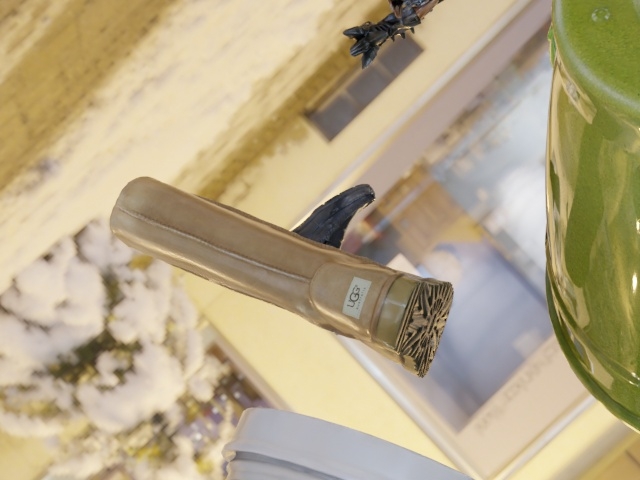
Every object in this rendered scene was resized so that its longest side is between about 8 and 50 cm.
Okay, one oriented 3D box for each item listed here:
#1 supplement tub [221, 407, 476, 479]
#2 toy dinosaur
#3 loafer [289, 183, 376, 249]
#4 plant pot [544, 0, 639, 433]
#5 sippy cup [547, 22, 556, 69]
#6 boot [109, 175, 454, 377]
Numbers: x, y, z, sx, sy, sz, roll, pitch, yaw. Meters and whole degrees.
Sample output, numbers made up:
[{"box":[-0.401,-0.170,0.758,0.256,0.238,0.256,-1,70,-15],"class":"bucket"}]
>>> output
[{"box":[-0.018,0.299,0.761,0.241,0.241,0.331,125,-12,-72],"class":"supplement tub"},{"box":[0.121,-0.330,1.479,0.218,0.164,0.322,-26,159,21],"class":"toy dinosaur"},{"box":[0.000,0.000,1.749,0.223,0.078,0.076,-38,172,-17],"class":"loafer"},{"box":[0.316,-0.072,0.865,0.366,0.366,0.353,-43,143,-9],"class":"plant pot"},{"box":[0.378,-0.274,1.282,0.240,0.305,0.224,-38,150,-28],"class":"sippy cup"},{"box":[-0.024,0.027,1.079,0.089,0.269,0.236,-67,161,-9],"class":"boot"}]
